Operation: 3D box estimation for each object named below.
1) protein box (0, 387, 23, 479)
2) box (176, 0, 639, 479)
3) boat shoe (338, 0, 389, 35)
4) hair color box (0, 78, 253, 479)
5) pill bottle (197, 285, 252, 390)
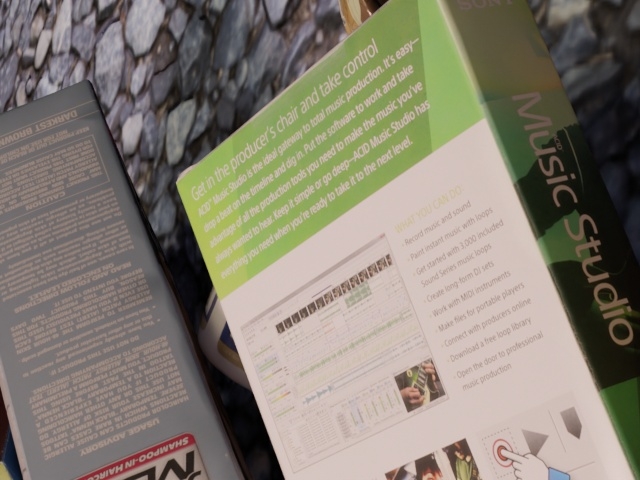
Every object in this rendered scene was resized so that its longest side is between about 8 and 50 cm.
[{"bbox_3d":[-0.210,0.216,0.980,0.201,0.136,0.199,-118,3,-76],"label":"protein box"},{"bbox_3d":[0.058,0.067,0.710,0.232,0.058,0.322,-34,75,50],"label":"box"},{"bbox_3d":[0.025,-0.206,0.925,0.072,0.068,0.190,152,122,-66],"label":"boat shoe"},{"bbox_3d":[-0.125,0.091,0.958,0.185,0.114,0.374,72,174,-46],"label":"hair color box"},{"bbox_3d":[0.000,0.000,0.878,0.094,0.094,0.169,51,125,51],"label":"pill bottle"}]
